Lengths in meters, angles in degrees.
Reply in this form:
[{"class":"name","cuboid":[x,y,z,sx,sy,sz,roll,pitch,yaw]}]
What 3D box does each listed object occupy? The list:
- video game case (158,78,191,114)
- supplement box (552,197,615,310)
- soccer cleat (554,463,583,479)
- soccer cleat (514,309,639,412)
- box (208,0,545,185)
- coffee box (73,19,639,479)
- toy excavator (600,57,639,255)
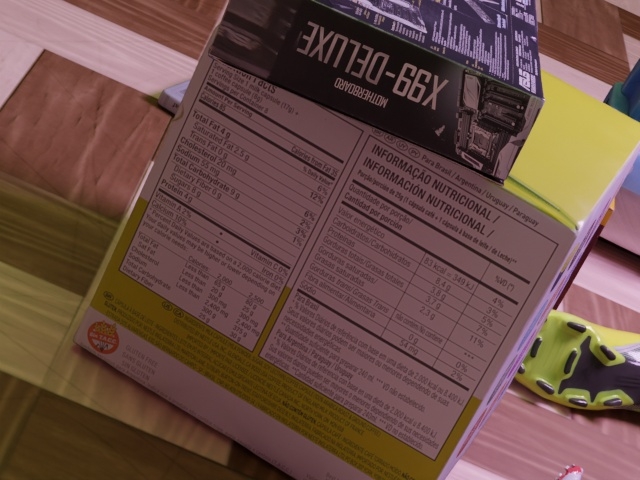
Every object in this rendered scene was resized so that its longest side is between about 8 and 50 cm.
[{"class":"video game case","cuboid":[-0.066,-0.143,2.093,0.193,0.023,0.212,32,24,13]},{"class":"supplement box","cuboid":[0.189,-0.018,1.888,0.191,0.194,0.129,25,25,-1]},{"class":"soccer cleat","cuboid":[0.228,0.236,1.631,0.035,0.029,0.083,43,31,14]},{"class":"soccer cleat","cuboid":[0.298,0.132,1.856,0.289,0.093,0.121,14,4,-19]},{"class":"box","cuboid":[0.053,-0.176,1.403,0.242,0.076,0.307,22,23,-5]},{"class":"coffee box","cuboid":[0.048,-0.008,1.564,0.338,0.334,0.337,30,25,9]},{"class":"toy excavator","cuboid":[0.458,-0.166,2.135,0.222,0.445,0.433,26,24,1]}]
